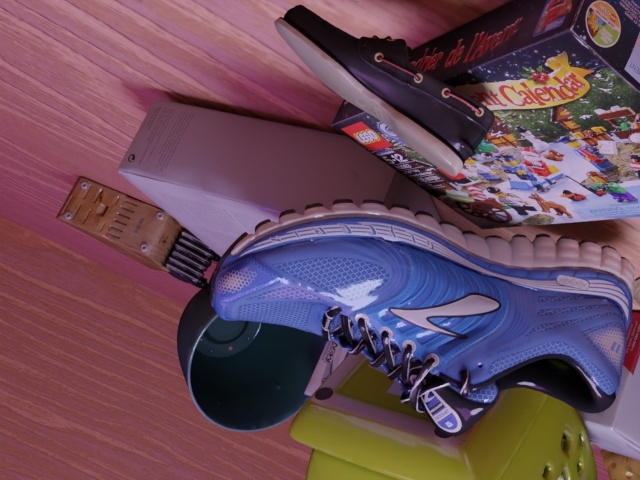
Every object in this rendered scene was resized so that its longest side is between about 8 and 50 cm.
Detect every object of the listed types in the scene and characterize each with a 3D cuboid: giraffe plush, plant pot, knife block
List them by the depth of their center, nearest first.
[{"bbox_3d":[0.117,0.201,0.691,0.227,0.228,0.207,8,124,38],"label":"plant pot"},{"bbox_3d":[-0.334,0.001,1.387,0.276,0.088,0.242,21,165,11],"label":"knife block"},{"bbox_3d":[-0.163,0.206,1.478,0.293,0.293,0.235,34,179,-31],"label":"plant pot"},{"bbox_3d":[0.656,0.539,1.504,0.210,0.170,0.181,22,166,12],"label":"giraffe plush"}]

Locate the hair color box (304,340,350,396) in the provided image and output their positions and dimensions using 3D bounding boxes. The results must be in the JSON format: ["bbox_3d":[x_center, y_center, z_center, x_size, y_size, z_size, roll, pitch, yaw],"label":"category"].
[{"bbox_3d":[0.150,0.257,1.306,0.339,0.185,0.110,13,161,42],"label":"hair color box"}]

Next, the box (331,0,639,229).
[{"bbox_3d":[0.129,-0.068,0.454,0.159,0.044,0.233,31,165,-22],"label":"box"}]

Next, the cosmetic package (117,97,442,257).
[{"bbox_3d":[0.000,0.000,0.808,0.285,0.097,0.377,18,164,27],"label":"cosmetic package"}]

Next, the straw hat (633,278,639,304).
[{"bbox_3d":[0.336,0.087,0.635,0.145,0.061,0.144,24,166,6],"label":"straw hat"}]

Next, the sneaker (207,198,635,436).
[{"bbox_3d":[0.077,0.065,0.540,0.330,0.147,0.129,7,156,0],"label":"sneaker"}]

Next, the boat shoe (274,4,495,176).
[{"bbox_3d":[0.034,-0.090,0.398,0.133,0.042,0.049,37,-179,6],"label":"boat shoe"}]

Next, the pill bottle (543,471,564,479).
[{"bbox_3d":[0.497,0.482,1.617,0.146,0.146,0.264,23,165,7],"label":"pill bottle"}]

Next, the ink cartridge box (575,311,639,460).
[{"bbox_3d":[0.303,0.155,0.798,0.127,0.128,0.176,32,165,-28],"label":"ink cartridge box"}]
